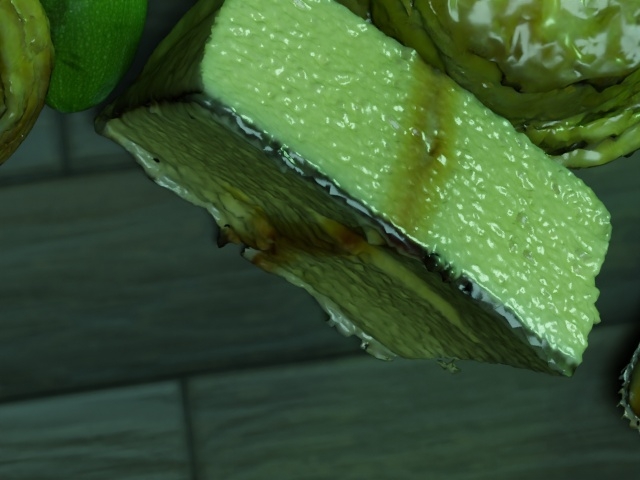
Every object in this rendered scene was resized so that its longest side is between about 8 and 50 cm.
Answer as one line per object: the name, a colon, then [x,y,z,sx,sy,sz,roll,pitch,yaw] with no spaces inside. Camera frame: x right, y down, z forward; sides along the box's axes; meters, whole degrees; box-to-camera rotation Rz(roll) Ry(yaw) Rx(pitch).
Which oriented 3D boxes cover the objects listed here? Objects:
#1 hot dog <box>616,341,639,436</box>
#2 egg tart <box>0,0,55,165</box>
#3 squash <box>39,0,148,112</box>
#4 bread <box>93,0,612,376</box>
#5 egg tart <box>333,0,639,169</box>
hot dog: [0.247,0.039,1.098,0.108,0.059,0.191,24,98,-12]
egg tart: [-0.231,-0.103,0.921,0.212,0.090,0.212,-2,128,-2]
squash: [-0.127,-0.207,0.944,0.082,0.082,0.292,-7,103,-11]
bread: [0.000,0.000,0.960,0.240,0.135,0.178,35,132,-15]
egg tart: [0.117,-0.166,0.987,0.294,0.123,0.294,-3,102,-13]
